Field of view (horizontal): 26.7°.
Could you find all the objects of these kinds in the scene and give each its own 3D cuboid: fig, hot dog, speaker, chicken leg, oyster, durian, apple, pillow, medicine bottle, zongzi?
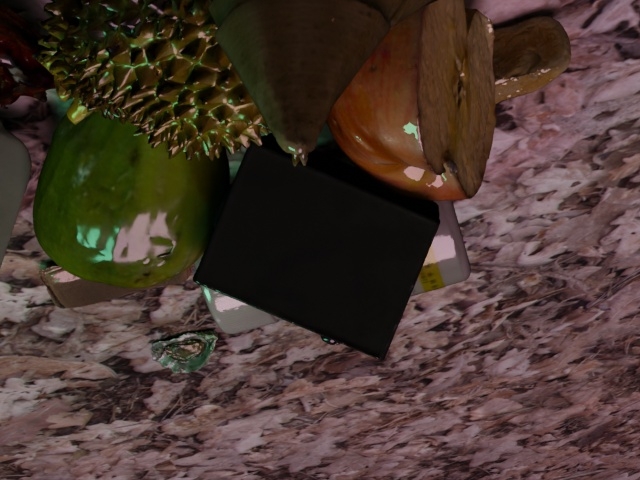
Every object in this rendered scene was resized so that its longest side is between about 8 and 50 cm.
[{"bbox_3d":[-0.204,-0.077,1.519,0.233,0.233,0.314,-1,158,-22],"label":"fig"},{"bbox_3d":[0.180,-0.199,1.616,0.242,0.084,0.073,-16,157,5],"label":"hot dog"},{"bbox_3d":[0.000,0.000,1.549,0.232,0.184,0.254,23,-172,1],"label":"speaker"},{"bbox_3d":[-0.418,-0.216,1.316,0.406,0.096,0.158,9,165,-33],"label":"chicken leg"},{"bbox_3d":[-0.227,0.176,2.230,0.100,0.037,0.098,14,128,-8],"label":"oyster"},{"bbox_3d":[-0.130,-0.208,1.288,0.292,0.258,0.258,5,171,43],"label":"durian"},{"bbox_3d":[0.079,-0.171,1.446,0.163,0.251,0.293,2,159,23],"label":"apple"},{"bbox_3d":[-0.292,0.050,1.945,0.211,0.034,0.135,-14,150,-1],"label":"pillow"},{"bbox_3d":[0.012,-0.003,1.781,0.339,0.208,0.208,-16,153,6],"label":"medicine bottle"},{"bbox_3d":[0.104,-0.216,1.122,0.499,0.467,0.218,6,147,-34],"label":"zongzi"}]

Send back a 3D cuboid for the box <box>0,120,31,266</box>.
[{"bbox_3d":[-0.532,0.011,1.482,0.367,0.090,0.373,13,100,-41],"label":"box"}]
